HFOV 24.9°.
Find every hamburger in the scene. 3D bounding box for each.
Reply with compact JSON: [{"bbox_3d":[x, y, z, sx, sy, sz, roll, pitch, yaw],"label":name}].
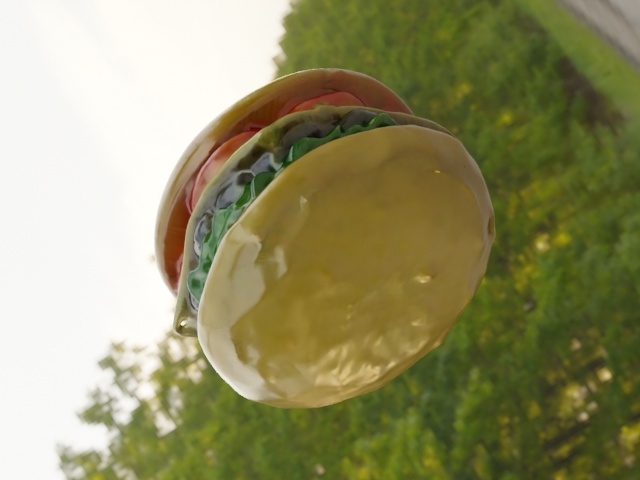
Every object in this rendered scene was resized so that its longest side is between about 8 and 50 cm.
[{"bbox_3d":[0.000,0.000,0.680,0.115,0.162,0.162,47,-179,42],"label":"hamburger"}]
